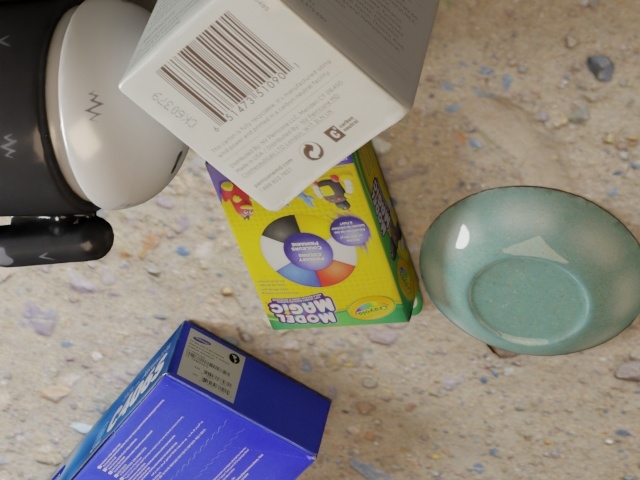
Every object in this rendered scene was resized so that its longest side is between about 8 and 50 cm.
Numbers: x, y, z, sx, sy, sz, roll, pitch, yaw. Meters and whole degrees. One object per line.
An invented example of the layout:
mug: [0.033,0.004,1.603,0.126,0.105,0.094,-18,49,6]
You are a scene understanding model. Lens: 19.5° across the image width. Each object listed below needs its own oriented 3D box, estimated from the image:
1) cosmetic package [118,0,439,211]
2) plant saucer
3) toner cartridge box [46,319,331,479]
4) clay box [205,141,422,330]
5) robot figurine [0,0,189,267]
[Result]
cosmetic package: [-0.023,-0.154,1.326,0.151,0.183,0.151,39,130,-20]
plant saucer: [0.176,0.040,1.555,0.195,0.037,0.195,8,134,9]
toner cartridge box: [-0.150,0.229,1.796,0.165,0.075,0.348,32,132,-13]
clay box: [0.000,0.000,1.555,0.127,0.053,0.222,-5,130,20]
robot figurine: [-0.234,-0.103,1.446,0.278,0.173,0.209,-2,142,17]
